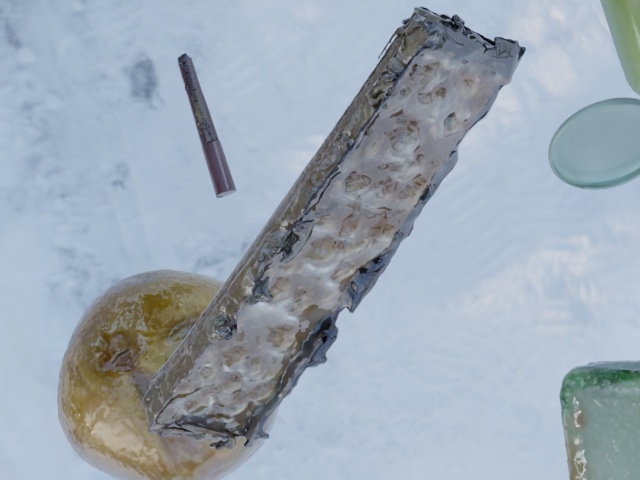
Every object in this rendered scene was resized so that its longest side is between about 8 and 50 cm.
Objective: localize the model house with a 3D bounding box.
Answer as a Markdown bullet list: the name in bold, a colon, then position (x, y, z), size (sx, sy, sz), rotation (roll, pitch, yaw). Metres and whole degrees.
- **model house**: position (0.503, 0.253, 1.386), size (0.312, 0.280, 0.245), rotation (-11, 87, 60)

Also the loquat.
- **loquat**: position (-0.170, 0.175, 1.318), size (0.276, 0.276, 0.283), rotation (23, 146, 12)

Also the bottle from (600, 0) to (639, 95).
- **bottle**: position (0.340, -0.276, 1.148), size (0.112, 0.112, 0.260), rotation (-18, 123, 18)

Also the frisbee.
- **frisbee**: position (0.262, -0.088, 1.013), size (0.110, 0.014, 0.110), rotation (-4, 138, -3)

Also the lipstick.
- **lipstick**: position (-0.138, -0.137, 1.319), size (0.027, 0.027, 0.176), rotation (-21, 82, 18)

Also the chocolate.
- **chocolate**: position (-0.001, -0.003, 0.689), size (0.065, 0.102, 0.329), rotation (48, 113, 35)
